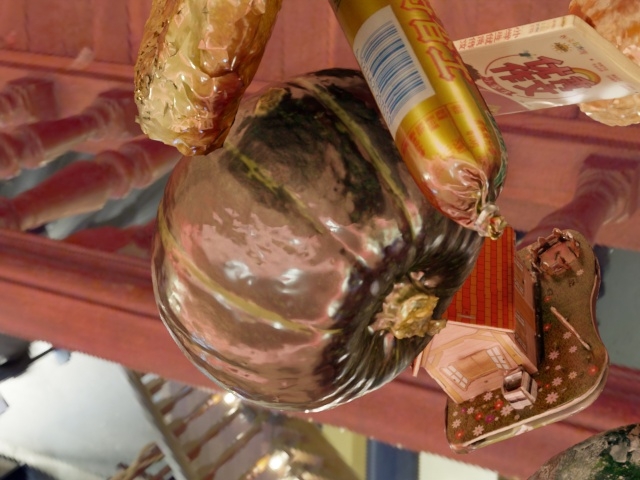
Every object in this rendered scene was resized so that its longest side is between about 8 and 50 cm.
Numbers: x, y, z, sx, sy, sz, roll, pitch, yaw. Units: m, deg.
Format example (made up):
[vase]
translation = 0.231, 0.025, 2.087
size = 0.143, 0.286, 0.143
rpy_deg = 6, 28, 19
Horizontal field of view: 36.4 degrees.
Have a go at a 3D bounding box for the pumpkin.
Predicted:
[pumpkin]
translation = 0.000, 0.000, 0.885
size = 0.241, 0.323, 0.323
rpy_deg = 42, 126, 33

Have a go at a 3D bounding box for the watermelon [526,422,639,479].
[watermelon]
translation = 0.331, 0.375, 1.050
size = 0.213, 0.289, 0.320
rpy_deg = 26, 109, -32

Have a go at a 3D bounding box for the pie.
[pie]
translation = -0.057, -0.226, 0.672
size = 0.102, 0.355, 0.288
rpy_deg = 14, 125, -7

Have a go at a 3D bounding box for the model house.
[model house]
translation = 0.197, 0.065, 1.121
size = 0.207, 0.294, 0.154
rpy_deg = -29, 119, 28

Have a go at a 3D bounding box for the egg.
[egg]
translation = 0.395, -0.251, 1.214
size = 0.194, 0.233, 0.195
rpy_deg = 25, 162, 9

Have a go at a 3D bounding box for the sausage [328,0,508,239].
[sausage]
translation = 0.058, -0.145, 0.724
size = 0.082, 0.082, 0.372
rpy_deg = -51, 45, 34

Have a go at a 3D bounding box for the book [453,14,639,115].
[book]
translation = 0.210, -0.177, 1.032
size = 0.231, 0.162, 0.022
rpy_deg = -1, 74, 46
